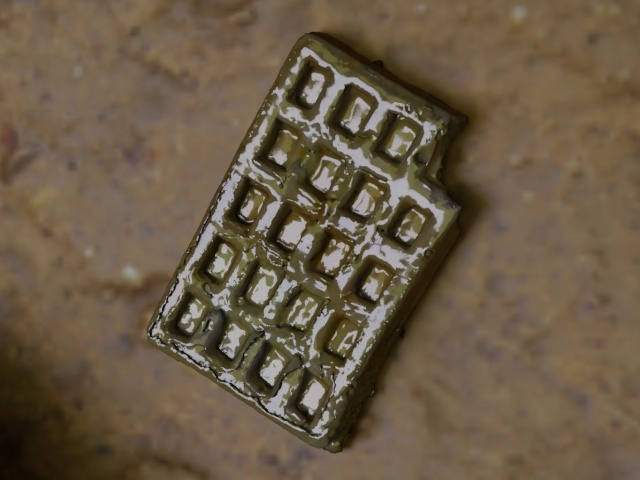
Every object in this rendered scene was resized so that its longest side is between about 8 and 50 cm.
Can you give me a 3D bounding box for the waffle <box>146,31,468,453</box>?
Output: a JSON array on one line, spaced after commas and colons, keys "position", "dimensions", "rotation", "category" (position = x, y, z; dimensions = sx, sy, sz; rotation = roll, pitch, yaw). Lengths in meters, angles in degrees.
[{"position": [0.000, 0.000, 0.566], "dimensions": [0.092, 0.021, 0.135], "rotation": [32, 100, 17], "category": "waffle"}]
